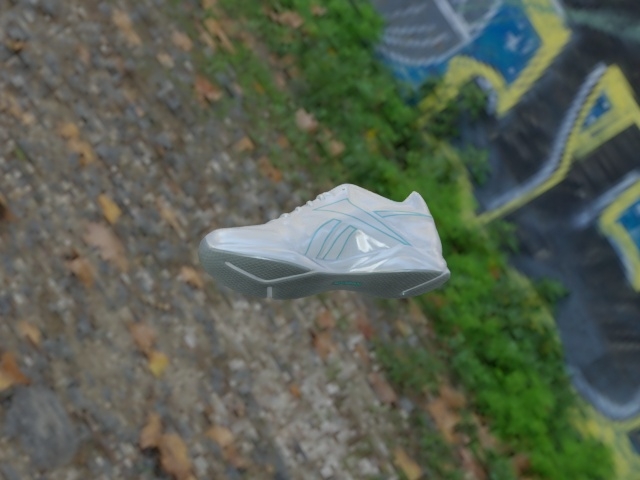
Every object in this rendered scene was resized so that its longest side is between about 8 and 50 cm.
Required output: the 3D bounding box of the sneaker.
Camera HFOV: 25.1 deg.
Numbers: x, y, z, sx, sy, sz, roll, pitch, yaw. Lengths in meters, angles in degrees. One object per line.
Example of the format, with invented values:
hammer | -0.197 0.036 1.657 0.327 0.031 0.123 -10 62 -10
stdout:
sneaker | 0.000 0.000 0.843 0.152 0.054 0.061 2 66 -22
